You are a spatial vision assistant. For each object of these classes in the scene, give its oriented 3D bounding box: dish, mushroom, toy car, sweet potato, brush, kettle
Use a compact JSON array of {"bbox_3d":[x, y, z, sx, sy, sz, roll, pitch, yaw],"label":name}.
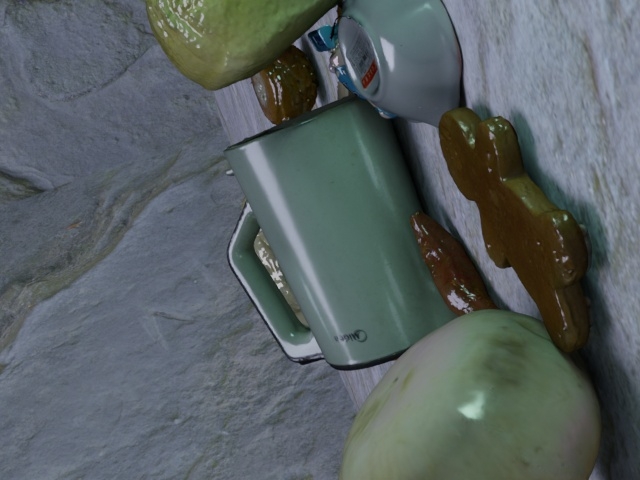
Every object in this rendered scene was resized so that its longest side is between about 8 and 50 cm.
[{"bbox_3d":[0.073,-0.224,1.221,0.229,0.081,0.229,54,158,33],"label":"dish"},{"bbox_3d":[0.163,0.265,1.149,0.353,0.325,0.353,58,162,33],"label":"mushroom"},{"bbox_3d":[0.054,-0.232,1.402,0.126,0.098,0.161,-136,27,-77],"label":"toy car"},{"bbox_3d":[0.192,0.058,1.397,0.255,0.058,0.078,56,146,42],"label":"sweet potato"},{"bbox_3d":[0.044,-0.272,1.663,0.336,0.020,0.085,93,154,-74],"label":"brush"},{"bbox_3d":[0.000,0.000,1.595,0.250,0.361,0.377,-36,-75,-56],"label":"kettle"}]

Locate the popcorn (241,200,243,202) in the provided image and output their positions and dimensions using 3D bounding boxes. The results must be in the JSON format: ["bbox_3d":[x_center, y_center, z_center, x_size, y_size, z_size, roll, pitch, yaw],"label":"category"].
[{"bbox_3d":[-0.046,-0.049,2.249,0.173,0.195,0.168,60,162,22],"label":"popcorn"}]

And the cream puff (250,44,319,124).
[{"bbox_3d":[-0.065,-0.302,1.987,0.150,0.115,0.165,52,154,44],"label":"cream puff"}]

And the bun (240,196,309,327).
[{"bbox_3d":[-0.032,-0.016,1.855,0.352,0.227,0.349,102,170,-52],"label":"bun"}]

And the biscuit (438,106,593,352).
[{"bbox_3d":[0.202,-0.038,1.085,0.301,0.049,0.197,-119,15,-46],"label":"biscuit"}]

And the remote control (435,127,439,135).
[{"bbox_3d":[0.153,-0.137,1.265,0.053,0.018,0.124,119,129,-82],"label":"remote control"}]

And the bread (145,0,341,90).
[{"bbox_3d":[-0.109,-0.364,1.426,0.237,0.320,0.320,48,175,-7],"label":"bread"}]
